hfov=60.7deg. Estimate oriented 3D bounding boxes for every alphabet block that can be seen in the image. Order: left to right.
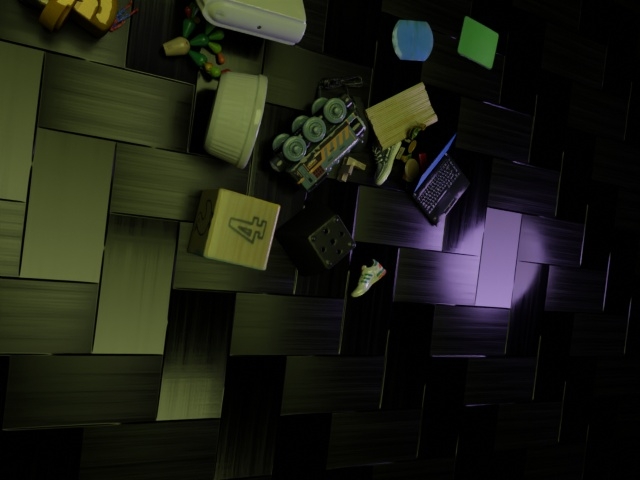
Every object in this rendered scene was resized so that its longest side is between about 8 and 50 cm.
[{"bbox_3d":[-0.254,-0.033,1.596,0.193,0.192,0.197,15,86,-29],"label":"alphabet block"}]

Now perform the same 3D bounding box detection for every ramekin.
[{"bbox_3d":[-0.246,-0.347,1.545,0.127,0.273,0.273,13,88,-15],"label":"ramekin"}]

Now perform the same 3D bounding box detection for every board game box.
[{"bbox_3d":[0.320,-0.706,1.937,0.168,0.033,0.133,-5,101,-22],"label":"board game box"}]

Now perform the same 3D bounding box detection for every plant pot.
[{"bbox_3d":[0.000,0.000,1.744,0.187,0.167,0.188,-39,111,-19],"label":"plant pot"}]

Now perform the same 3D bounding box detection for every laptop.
[{"bbox_3d":[0.454,-0.217,1.977,0.234,0.136,0.264,-50,115,-15],"label":"laptop"}]

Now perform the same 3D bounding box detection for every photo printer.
[{"bbox_3d":[-0.206,-0.692,1.534,0.307,0.107,0.256,6,56,-25],"label":"photo printer"}]

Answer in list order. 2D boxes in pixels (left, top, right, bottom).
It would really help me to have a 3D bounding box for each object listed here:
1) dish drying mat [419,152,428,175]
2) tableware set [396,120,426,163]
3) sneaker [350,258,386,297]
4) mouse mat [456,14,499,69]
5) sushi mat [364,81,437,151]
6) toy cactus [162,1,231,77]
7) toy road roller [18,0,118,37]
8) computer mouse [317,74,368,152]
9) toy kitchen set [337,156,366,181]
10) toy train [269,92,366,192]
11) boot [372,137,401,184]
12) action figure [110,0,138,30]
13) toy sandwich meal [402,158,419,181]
[{"bbox_3d":[0.380,-0.279,2.011,0.032,0.008,0.083,-13,100,-27],"label":"dish drying mat"},{"bbox_3d":[0.325,-0.343,1.924,0.104,0.024,0.154,2,118,-60],"label":"tableware set"},{"bbox_3d":[0.151,0.130,1.902,0.161,0.057,0.075,-39,93,-18],"label":"sneaker"},{"bbox_3d":[0.606,-0.758,2.096,0.189,0.007,0.153,14,87,-29],"label":"mouse mat"},{"bbox_3d":[0.288,-0.437,1.910,0.316,0.019,0.151,-32,101,-32],"label":"sushi mat"},{"bbox_3d":[-0.357,-0.564,1.564,0.180,0.112,0.219,-21,112,-15],"label":"toy cactus"},{"bbox_3d":[-0.596,-0.667,1.367,0.240,0.202,0.330,35,82,-29],"label":"toy road roller"},{"bbox_3d":[0.081,-0.423,1.815,0.184,0.060,0.262,-7,97,-28],"label":"computer mouse"},{"bbox_3d":[0.112,-0.230,1.840,0.075,0.068,0.083,22,84,-27],"label":"toy kitchen set"},{"bbox_3d":[-0.005,-0.309,1.728,0.334,0.142,0.190,-45,118,-9],"label":"toy train"},{"bbox_3d":[0.207,-0.290,1.893,0.086,0.069,0.190,30,71,-21],"label":"boot"},{"bbox_3d":[-0.551,-0.607,1.491,0.115,0.030,0.038,-47,117,-15],"label":"action figure"},{"bbox_3d":[0.324,-0.253,1.969,0.085,0.029,0.086,-4,96,-41],"label":"toy sandwich meal"}]
